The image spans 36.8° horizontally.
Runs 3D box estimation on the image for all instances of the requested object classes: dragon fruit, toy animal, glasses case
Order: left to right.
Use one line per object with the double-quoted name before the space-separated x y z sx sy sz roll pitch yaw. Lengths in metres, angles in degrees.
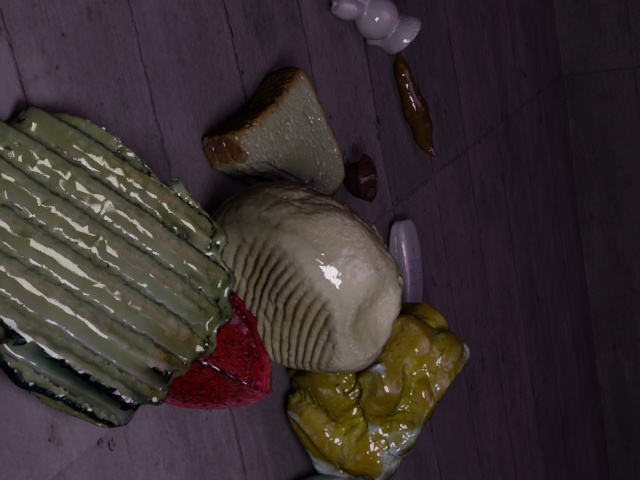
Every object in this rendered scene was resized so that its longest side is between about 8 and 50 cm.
"dragon fruit" -0.207 0.153 1.435 0.261 0.163 0.189 33 102 -30
"toy animal" 0.095 -0.492 2.055 0.221 0.131 0.104 30 95 -28
"glasses case" 0.197 0.067 2.215 0.092 0.059 0.233 -15 103 -61

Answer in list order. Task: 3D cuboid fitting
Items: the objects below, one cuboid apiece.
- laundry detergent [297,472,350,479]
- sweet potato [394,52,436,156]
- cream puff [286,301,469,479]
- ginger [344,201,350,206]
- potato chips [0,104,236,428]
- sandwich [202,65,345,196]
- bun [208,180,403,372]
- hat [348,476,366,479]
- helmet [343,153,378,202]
"laundry detergent" -0.032 0.554 1.755 0.280 0.105 0.215 -16 101 -61
"sweet potato" 0.223 -0.318 2.275 0.067 0.067 0.274 -55 132 -46
"cream puff" 0.091 0.262 1.808 0.378 0.275 0.378 -52 168 -16
"ginger" 0.000 0.000 1.835 0.157 0.102 0.216 -65 163 19
"potato chips" -0.302 0.033 1.257 0.429 0.070 0.358 39 61 -28
"sandwich" -0.072 -0.146 1.720 0.288 0.099 0.254 -52 131 -48
"bun" -0.019 0.049 1.600 0.227 0.352 0.349 -47 167 -37
"hat" 0.064 0.507 1.937 0.138 0.078 0.191 -23 111 -78
"helmet" 0.075 -0.131 2.015 0.111 0.057 0.089 59 44 -48
